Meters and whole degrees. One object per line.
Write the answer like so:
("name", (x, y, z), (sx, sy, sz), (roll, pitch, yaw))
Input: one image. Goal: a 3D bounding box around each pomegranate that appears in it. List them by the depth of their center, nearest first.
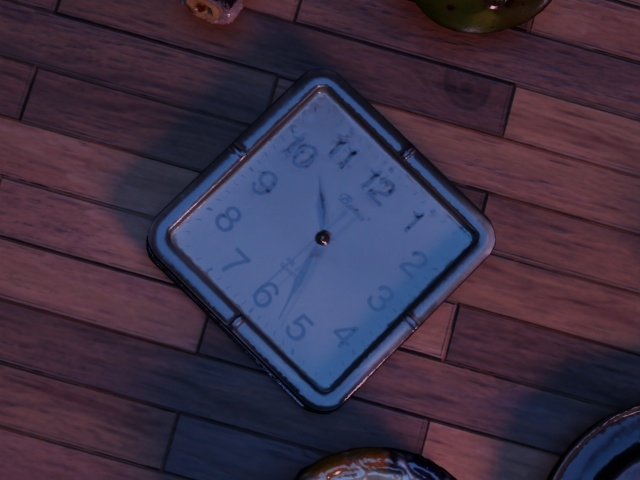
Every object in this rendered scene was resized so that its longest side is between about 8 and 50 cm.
("pomegranate", (0.165, -0.328, 1.403), (0.187, 0.187, 0.225), (-7, 56, -4))

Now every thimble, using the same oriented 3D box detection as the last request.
("thimble", (0.048, 0.314, 1.283), (0.237, 0.150, 0.237), (1, 81, -4))

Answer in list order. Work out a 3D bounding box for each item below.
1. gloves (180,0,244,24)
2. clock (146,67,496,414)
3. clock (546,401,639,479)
("gloves", (-0.098, -0.297, 1.412), (0.110, 0.094, 0.144), (48, 61, -3))
("clock", (0.000, 0.000, 1.386), (0.279, 0.049, 0.273), (-44, 86, -9))
("clock", (0.370, 0.316, 1.340), (0.325, 0.067, 0.325), (1, 80, -3))
